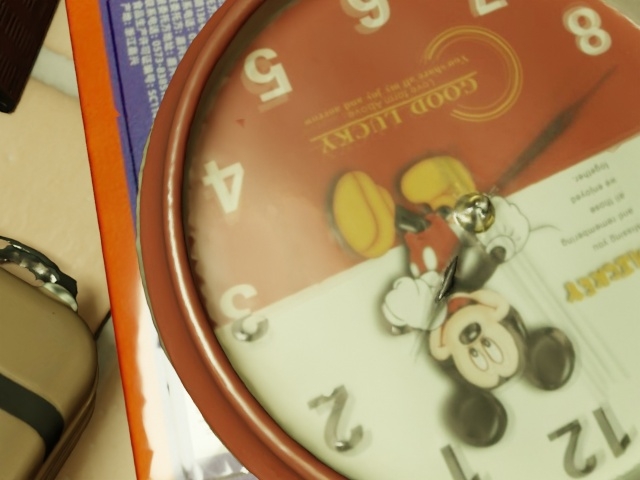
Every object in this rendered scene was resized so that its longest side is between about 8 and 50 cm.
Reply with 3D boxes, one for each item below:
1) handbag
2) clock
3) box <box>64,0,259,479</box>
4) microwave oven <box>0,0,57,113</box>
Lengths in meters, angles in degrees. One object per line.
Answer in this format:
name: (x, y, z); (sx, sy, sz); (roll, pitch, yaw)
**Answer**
handbag: (-0.323, 0.089, 0.620); (0.301, 0.149, 0.283); (28, 42, 5)
clock: (0.072, -0.012, 0.368); (0.318, 0.080, 0.319); (2, 77, -7)
box: (0.000, 0.000, 0.566); (0.256, 0.318, 0.349); (-12, 77, -1)
microwave oven: (-0.397, -0.243, 0.703); (0.247, 0.178, 0.188); (17, 76, 6)
